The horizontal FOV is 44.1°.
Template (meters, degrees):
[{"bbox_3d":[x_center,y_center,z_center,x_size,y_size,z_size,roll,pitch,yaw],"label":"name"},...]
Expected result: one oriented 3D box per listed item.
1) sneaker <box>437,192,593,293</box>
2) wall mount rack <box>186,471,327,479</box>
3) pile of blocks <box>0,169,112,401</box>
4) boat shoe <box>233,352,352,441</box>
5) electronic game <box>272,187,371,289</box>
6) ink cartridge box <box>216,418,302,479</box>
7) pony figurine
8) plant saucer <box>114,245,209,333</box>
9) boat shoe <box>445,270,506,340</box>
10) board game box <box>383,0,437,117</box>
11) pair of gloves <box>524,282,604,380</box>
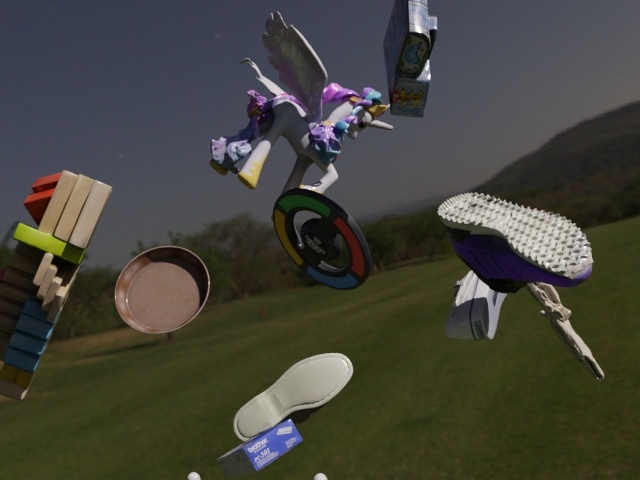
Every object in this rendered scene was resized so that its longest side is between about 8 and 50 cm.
[{"bbox_3d":[0.313,0.028,1.249,0.102,0.146,0.293,-30,32,-19],"label":"sneaker"},{"bbox_3d":[-0.093,0.440,0.925,0.350,0.130,0.304,-10,44,32],"label":"wall mount rack"},{"bbox_3d":[-0.382,0.060,1.010,0.113,0.362,0.149,23,18,-14],"label":"pile of blocks"},{"bbox_3d":[-0.052,0.350,1.762,0.305,0.109,0.091,-34,-25,10],"label":"boat shoe"},{"bbox_3d":[0.000,0.000,1.498,0.048,0.229,0.229,-42,15,-34],"label":"electronic game"},{"bbox_3d":[-0.110,0.368,1.382,0.097,0.046,0.207,-27,-8,-27],"label":"ink cartridge box"},{"bbox_3d":[-0.061,-0.255,1.677,0.363,0.351,0.303,-50,7,-13],"label":"pony figurine"},{"bbox_3d":[-0.274,0.090,1.385,0.169,0.168,0.029,-14,-29,0],"label":"plant saucer"},{"bbox_3d":[0.282,0.092,1.436,0.084,0.095,0.258,-10,20,27],"label":"boat shoe"},{"bbox_3d":[0.150,-0.311,1.296,0.060,0.194,0.194,3,-27,-6],"label":"board game box"},{"bbox_3d":[0.453,0.139,1.521,0.042,0.240,0.204,-37,14,6],"label":"pair of gloves"}]
